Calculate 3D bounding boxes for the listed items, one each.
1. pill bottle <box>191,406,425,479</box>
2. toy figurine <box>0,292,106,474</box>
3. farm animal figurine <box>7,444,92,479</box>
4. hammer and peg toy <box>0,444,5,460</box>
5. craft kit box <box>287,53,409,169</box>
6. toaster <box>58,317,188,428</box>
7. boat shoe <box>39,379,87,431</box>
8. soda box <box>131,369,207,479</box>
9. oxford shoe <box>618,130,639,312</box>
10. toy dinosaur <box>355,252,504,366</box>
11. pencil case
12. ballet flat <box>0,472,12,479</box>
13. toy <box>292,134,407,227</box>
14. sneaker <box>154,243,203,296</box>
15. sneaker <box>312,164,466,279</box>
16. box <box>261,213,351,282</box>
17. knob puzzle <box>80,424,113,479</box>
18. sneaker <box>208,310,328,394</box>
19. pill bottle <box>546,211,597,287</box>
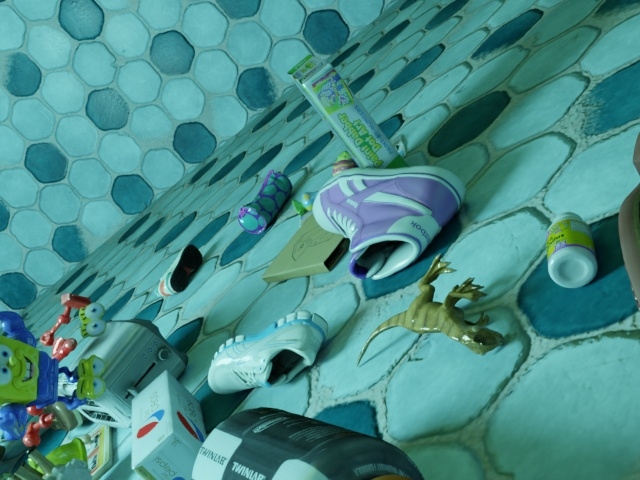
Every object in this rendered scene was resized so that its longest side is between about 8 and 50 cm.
[{"bbox_3d":[-0.001,0.208,0.615,0.130,0.130,0.246,-48,18,-23],"label":"pill bottle"},{"bbox_3d":[-0.456,0.232,1.139,0.191,0.217,0.362,-30,53,33],"label":"toy figurine"},{"bbox_3d":[-0.379,0.424,0.871,0.330,0.172,0.327,-49,5,-1],"label":"farm animal figurine"},{"bbox_3d":[-0.692,0.405,1.473,0.361,0.127,0.265,-81,12,-66],"label":"hammer and peg toy"},{"bbox_3d":[0.052,-0.173,1.239,0.061,0.250,0.246,-38,18,6],"label":"craft kit box"},{"bbox_3d":[-0.335,0.218,1.307,0.227,0.129,0.146,-7,39,49],"label":"toaster"},{"bbox_3d":[-0.480,0.305,1.509,0.095,0.095,0.257,-35,18,-31],"label":"boat shoe"},{"bbox_3d":[-0.197,0.249,1.031,0.069,0.074,0.216,-42,17,-3],"label":"soda box"},{"bbox_3d":[0.291,-0.010,0.545,0.130,0.123,0.348,-22,26,34],"label":"oxford shoe"},{"bbox_3d":[0.107,0.076,0.824,0.112,0.064,0.211,-50,19,-24],"label":"toy dinosaur"},{"bbox_3d":[-0.117,-0.083,1.688,0.064,0.070,0.151,-27,21,39],"label":"pencil case"},{"bbox_3d":[-0.619,0.473,1.382,0.077,0.079,0.221,-31,19,28],"label":"ballet flat"},{"bbox_3d":[0.045,-0.127,1.473,0.237,0.056,0.137,-37,19,15],"label":"toy"},{"bbox_3d":[-0.324,0.069,1.779,0.075,0.057,0.161,-25,26,29],"label":"sneaker"},{"bbox_3d":[0.053,-0.019,1.100,0.282,0.102,0.161,-8,40,55],"label":"sneaker"},{"bbox_3d":[0.000,0.000,1.315,0.164,0.021,0.201,-51,20,-28],"label":"box"},{"bbox_3d":[-0.411,0.377,1.254,0.213,0.030,0.213,-37,18,14],"label":"knob puzzle"},{"bbox_3d":[-0.077,0.160,1.011,0.191,0.071,0.083,-32,25,27],"label":"sneaker"},{"bbox_3d":[0.236,0.006,0.749,0.043,0.043,0.083,-32,19,27],"label":"pill bottle"}]
